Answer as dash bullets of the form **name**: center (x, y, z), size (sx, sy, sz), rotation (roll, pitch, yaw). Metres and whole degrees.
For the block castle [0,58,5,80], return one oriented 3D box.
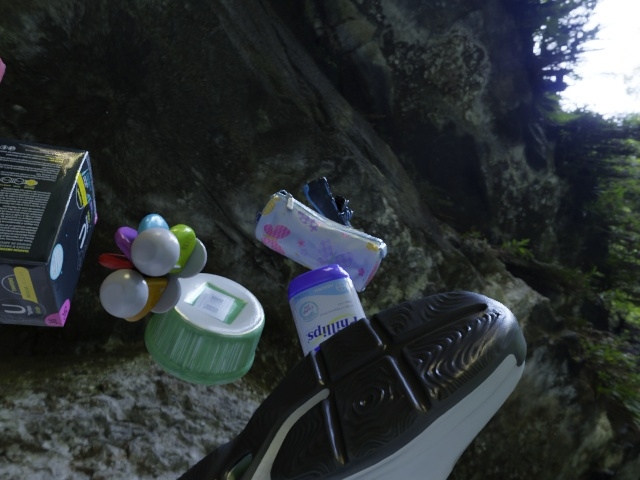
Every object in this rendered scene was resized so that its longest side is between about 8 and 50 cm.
- **block castle**: center (-0.574, -0.138, 0.460), size (0.303, 0.453, 0.213), rotation (30, -128, -50)

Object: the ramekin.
- **ramekin**: center (-0.298, 0.222, 1.224), size (0.303, 0.303, 0.148), rotation (14, -65, -28)

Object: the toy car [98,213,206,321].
- **toy car**: center (-0.290, 0.036, 0.753), size (0.136, 0.159, 0.182), rotation (37, -88, 12)

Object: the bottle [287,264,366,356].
- **bottle**: center (0.033, 0.181, 0.739), size (0.118, 0.283, 0.092), rotation (-20, -30, 2)

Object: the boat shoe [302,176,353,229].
- **boat shoe**: center (0.048, -0.097, 1.414), size (0.089, 0.109, 0.258), rotation (-37, -39, 7)

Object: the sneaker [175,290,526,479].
- **sneaker**: center (0.042, 0.261, 0.445), size (0.447, 0.169, 0.257), rotation (-40, -72, 5)

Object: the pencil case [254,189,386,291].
- **pencil case**: center (0.000, 0.000, 0.960), size (0.273, 0.113, 0.124), rotation (28, -77, 11)

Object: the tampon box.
- **tampon box**: center (-0.313, -0.008, 0.486), size (0.101, 0.161, 0.120), rotation (6, -40, -16)
